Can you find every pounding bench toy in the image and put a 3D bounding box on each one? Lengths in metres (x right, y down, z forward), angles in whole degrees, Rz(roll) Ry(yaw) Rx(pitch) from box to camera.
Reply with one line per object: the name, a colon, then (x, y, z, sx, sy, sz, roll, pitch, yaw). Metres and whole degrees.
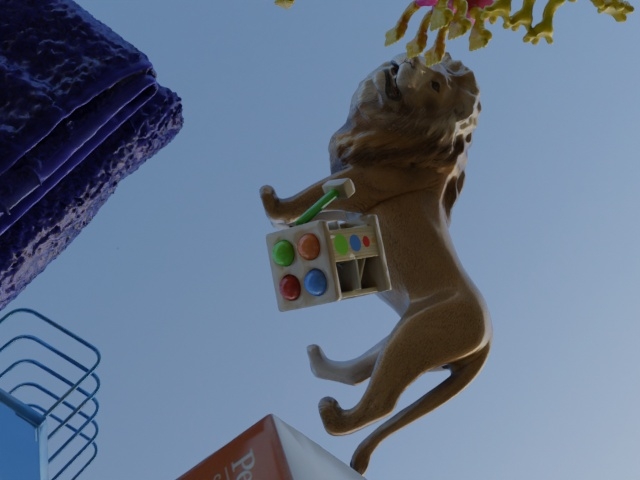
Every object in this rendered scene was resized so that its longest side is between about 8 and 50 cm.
pounding bench toy: (0.000, 0.000, 0.553, 0.065, 0.052, 0.083, -6, -97, -49)

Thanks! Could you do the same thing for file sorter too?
file sorter: (-0.288, 0.171, 0.834, 0.118, 0.170, 0.104, 28, -138, 14)

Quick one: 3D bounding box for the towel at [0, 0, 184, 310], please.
towel: (-0.238, -0.040, 0.397, 0.227, 0.076, 0.308, 39, -119, 0)

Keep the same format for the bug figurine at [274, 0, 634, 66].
bug figurine: (0.057, -0.188, 0.510, 0.216, 0.279, 0.072, 23, -97, -25)

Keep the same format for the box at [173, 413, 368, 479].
box: (-0.083, 0.280, 0.367, 0.345, 0.215, 0.168, -37, -49, 8)

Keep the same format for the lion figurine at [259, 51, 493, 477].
lion figurine: (0.082, 0.014, 0.817, 0.240, 0.142, 0.392, -16, -102, -1)
